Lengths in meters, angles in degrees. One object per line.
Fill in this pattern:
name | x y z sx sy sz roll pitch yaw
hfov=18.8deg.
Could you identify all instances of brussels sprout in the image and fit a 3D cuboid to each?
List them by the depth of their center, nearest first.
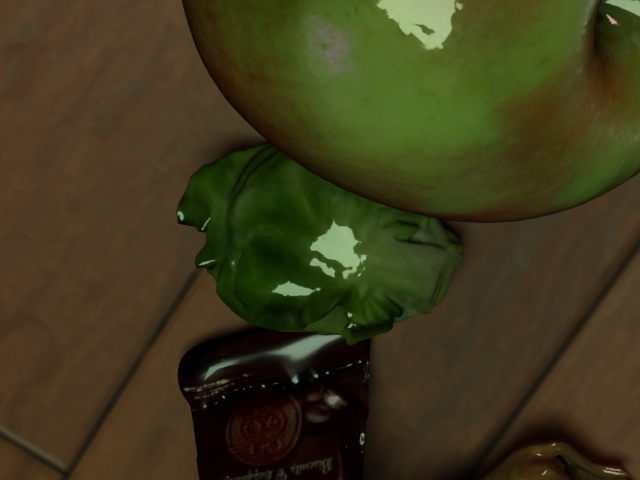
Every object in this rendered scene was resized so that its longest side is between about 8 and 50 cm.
brussels sprout | 0.000 0.000 1.306 0.181 0.100 0.139 14 96 18

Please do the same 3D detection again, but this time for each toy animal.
toy animal | 0.098 0.222 1.372 0.229 0.066 0.224 28 108 -11

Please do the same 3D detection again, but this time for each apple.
apple | 0.077 -0.166 1.105 0.277 0.319 0.319 26 122 40

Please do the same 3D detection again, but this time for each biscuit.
biscuit | -0.030 0.173 1.348 0.151 0.235 0.063 -10 155 17
